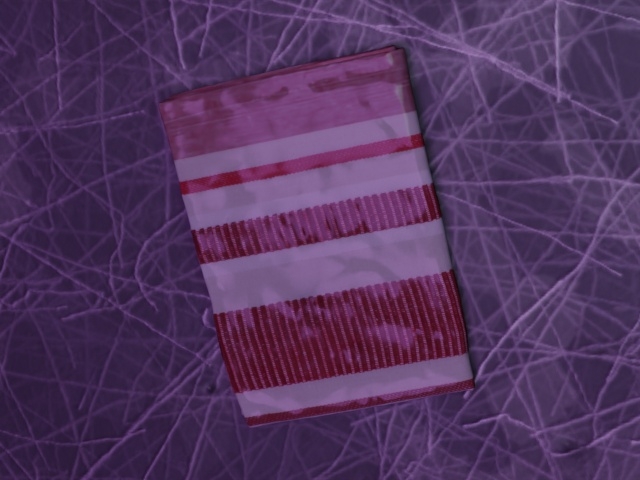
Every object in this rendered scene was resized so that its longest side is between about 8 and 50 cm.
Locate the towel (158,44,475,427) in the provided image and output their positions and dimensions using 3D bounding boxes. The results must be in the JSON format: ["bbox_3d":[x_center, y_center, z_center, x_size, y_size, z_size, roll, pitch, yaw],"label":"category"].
[{"bbox_3d":[0.000,0.000,1.800,0.237,0.037,0.329,-11,101,15],"label":"towel"}]
